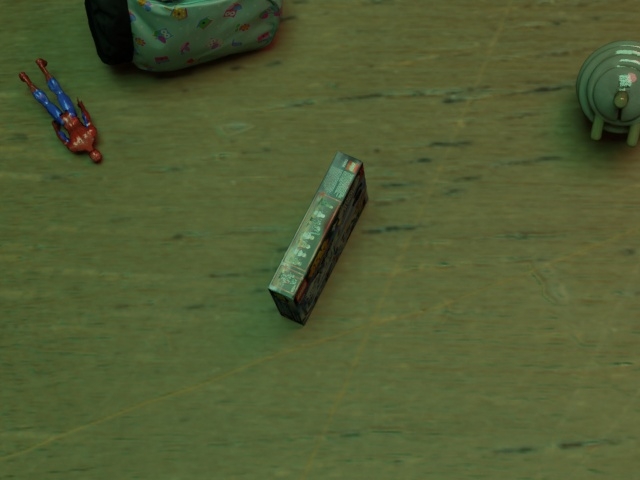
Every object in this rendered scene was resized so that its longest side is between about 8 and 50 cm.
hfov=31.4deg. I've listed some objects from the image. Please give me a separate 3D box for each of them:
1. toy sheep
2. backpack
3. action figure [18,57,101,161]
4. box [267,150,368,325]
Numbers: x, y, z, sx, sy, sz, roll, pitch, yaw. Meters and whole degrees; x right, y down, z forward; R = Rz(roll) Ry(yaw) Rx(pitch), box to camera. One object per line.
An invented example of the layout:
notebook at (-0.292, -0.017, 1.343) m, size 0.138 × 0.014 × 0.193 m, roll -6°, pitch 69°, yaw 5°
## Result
toy sheep at (0.269, -0.134, 1.010) m, size 0.091 × 0.132 × 0.091 m, roll 4°, pitch 111°, yaw 10°
backpack at (-0.129, -0.231, 1.074) m, size 0.182 × 0.152 × 0.115 m, roll -14°, pitch 76°, yaw -12°
action figure at (-0.246, -0.122, 1.098) m, size 0.038 × 0.030 × 0.115 m, roll -36°, pitch 77°, yaw -1°
box at (0.000, 0.000, 1.001) m, size 0.027 × 0.094 × 0.137 m, roll 24°, pitch 75°, yaw 12°
